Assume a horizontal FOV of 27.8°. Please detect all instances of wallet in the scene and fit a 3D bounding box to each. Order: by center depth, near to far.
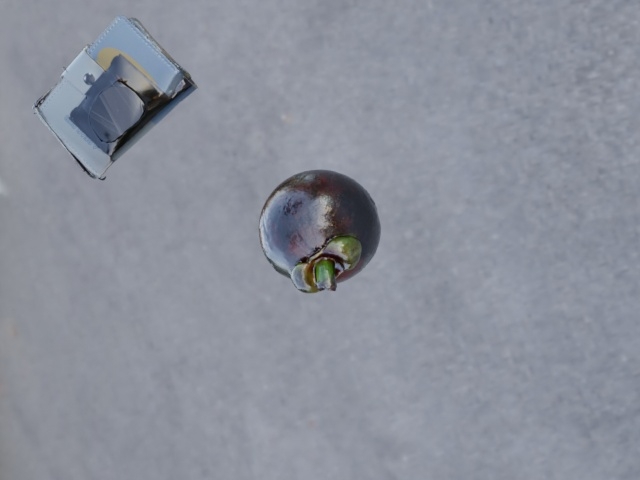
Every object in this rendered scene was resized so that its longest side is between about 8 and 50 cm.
[{"bbox_3d":[-0.322,-0.220,1.983,0.170,0.231,0.069,48,-168,-2],"label":"wallet"}]

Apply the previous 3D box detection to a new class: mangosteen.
[{"bbox_3d":[-0.006,-0.006,2.213,0.216,0.216,0.216,37,135,50],"label":"mangosteen"}]
